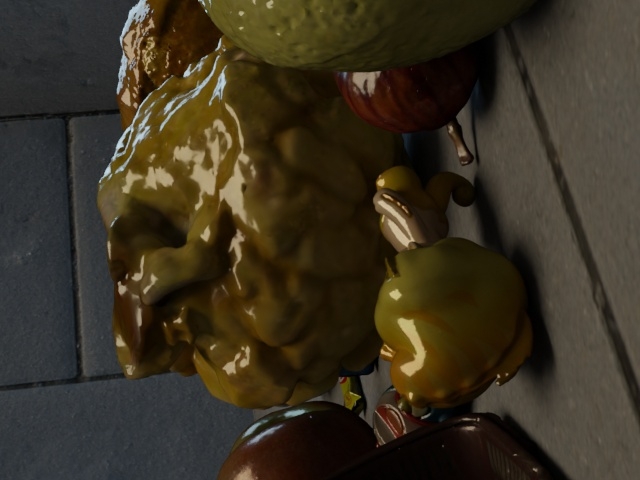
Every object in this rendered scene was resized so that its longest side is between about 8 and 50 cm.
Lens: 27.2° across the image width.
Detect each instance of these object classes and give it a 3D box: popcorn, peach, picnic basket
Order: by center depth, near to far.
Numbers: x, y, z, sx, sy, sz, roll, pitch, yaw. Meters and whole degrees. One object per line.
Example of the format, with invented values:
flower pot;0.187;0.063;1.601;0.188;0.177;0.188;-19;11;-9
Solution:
picnic basket;0.100;0.264;1.048;0.129;0.222;0.297;64;177;-15
popcorn;-0.057;-0.018;1.429;0.390;0.354;0.344;-50;21;14
peach;-0.012;0.327;1.666;0.252;0.252;0.252;175;90;-82

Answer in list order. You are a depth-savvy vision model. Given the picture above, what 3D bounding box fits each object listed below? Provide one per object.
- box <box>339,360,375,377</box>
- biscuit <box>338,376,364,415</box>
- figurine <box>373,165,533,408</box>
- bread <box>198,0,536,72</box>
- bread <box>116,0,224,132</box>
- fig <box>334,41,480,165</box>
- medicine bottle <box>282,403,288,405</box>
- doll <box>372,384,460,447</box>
box;0.000;0.000;1.774;0.279;0.116;0.261;-104;12;-56
biscuit;0.028;0.142;1.957;0.292;0.026;0.048;-104;32;-45
figurine;0.099;0.034;1.092;0.156;0.131;0.246;45;-159;-43
bread;0.024;-0.274;0.972;0.320;0.237;0.320;36;131;55
bread;-0.186;-0.331;2.128;0.398;0.215;0.398;20;-90;-87
fig;0.089;-0.143;1.126;0.128;0.150;0.128;-157;90;-83
medicine bottle;-0.057;0.201;2.182;0.215;0.135;0.135;102;161;-65
doll;0.100;0.164;1.296;0.114;0.085;0.152;57;146;31
